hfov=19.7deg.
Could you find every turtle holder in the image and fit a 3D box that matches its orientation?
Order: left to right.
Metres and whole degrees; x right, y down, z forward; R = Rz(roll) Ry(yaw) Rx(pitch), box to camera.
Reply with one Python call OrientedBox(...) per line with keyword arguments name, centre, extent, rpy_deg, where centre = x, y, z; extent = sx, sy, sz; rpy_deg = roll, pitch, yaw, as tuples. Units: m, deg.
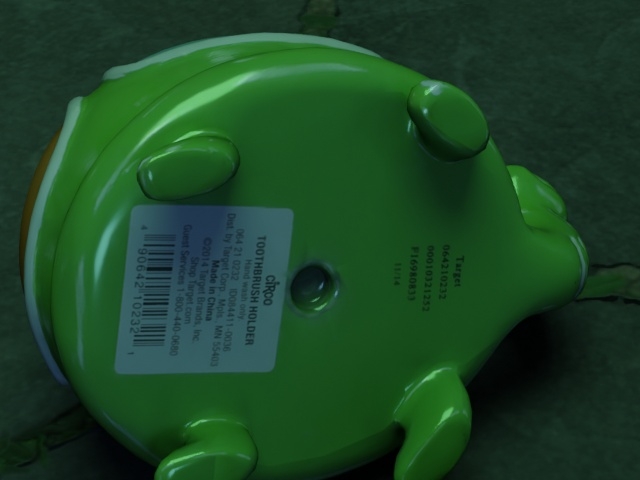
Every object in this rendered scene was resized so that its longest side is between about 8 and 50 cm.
OrientedBox(name="turtle holder", centre=(-0.011, -0.013, 1.005), extent=(0.320, 0.243, 0.227), rpy_deg=(-29, 26, -15))
